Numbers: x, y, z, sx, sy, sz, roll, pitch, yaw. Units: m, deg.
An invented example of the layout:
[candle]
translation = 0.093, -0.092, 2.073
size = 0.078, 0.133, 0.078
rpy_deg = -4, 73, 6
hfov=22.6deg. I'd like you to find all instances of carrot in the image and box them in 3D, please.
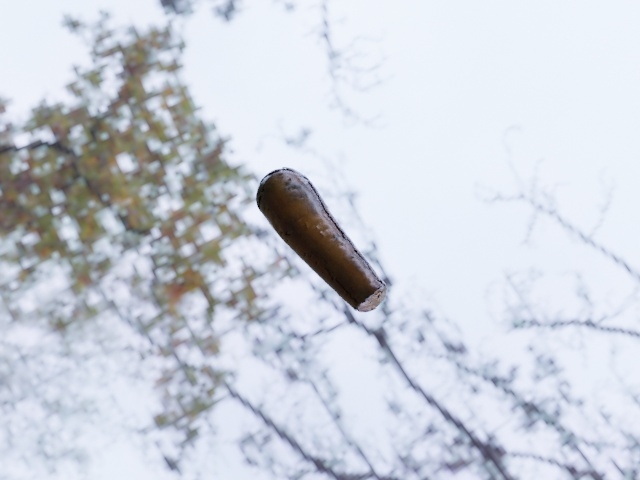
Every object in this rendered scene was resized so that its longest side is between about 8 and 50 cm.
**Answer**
[carrot]
translation = 0.000, 0.000, 1.431
size = 0.161, 0.055, 0.055
rpy_deg = 52, -36, 26
